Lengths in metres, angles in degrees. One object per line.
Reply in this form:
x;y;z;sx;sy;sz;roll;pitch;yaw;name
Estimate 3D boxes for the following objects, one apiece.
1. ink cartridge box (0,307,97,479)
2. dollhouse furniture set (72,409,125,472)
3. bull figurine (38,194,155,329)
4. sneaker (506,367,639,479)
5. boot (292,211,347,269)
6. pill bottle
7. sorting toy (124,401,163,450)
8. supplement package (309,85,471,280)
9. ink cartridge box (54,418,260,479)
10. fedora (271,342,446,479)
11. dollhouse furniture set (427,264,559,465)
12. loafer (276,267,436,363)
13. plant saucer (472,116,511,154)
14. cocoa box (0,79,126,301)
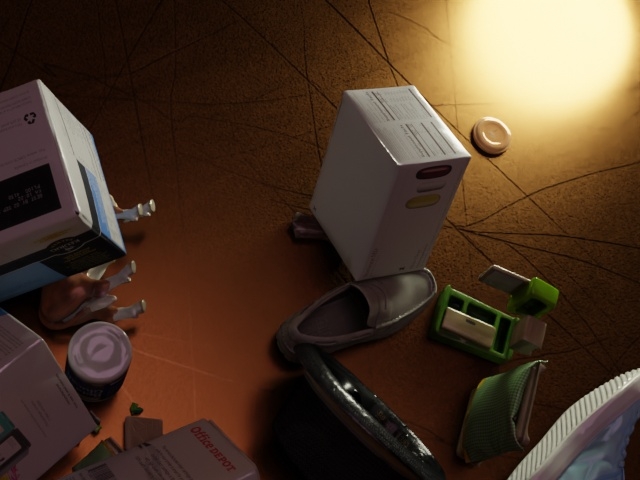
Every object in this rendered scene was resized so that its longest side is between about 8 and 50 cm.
-0.503;0.250;1.383;0.198;0.197;0.270;25;55;41;ink cartridge box
-0.361;0.311;1.524;0.151;0.058;0.076;46;62;6;dollhouse furniture set
-0.379;-0.003;1.623;0.189;0.101;0.310;-3;72;9;bull figurine
0.479;0.376;1.731;0.366;0.135;0.150;-38;90;-19;sneaker
0.000;0.000;1.789;0.114;0.037;0.106;10;51;-17;boot
-0.343;0.194;1.519;0.094;0.169;0.094;6;65;-14;pill bottle
-0.282;0.297;1.578;0.062;0.012;0.083;11;54;-28;sorting toy
0.110;-0.098;1.702;0.145;0.261;0.204;-9;47;-27;supplement package
-0.240;0.388;1.439;0.273;0.197;0.114;-20;113;-24;ink cartridge box
0.041;0.320;1.560;0.334;0.334;0.152;44;92;5;fedora
0.272;0.211;1.689;0.151;0.197;0.301;24;61;-8;dollhouse furniture set
0.075;0.121;1.716;0.320;0.111;0.112;-24;76;-25;loafer
0.349;-0.214;2.008;0.084;0.013;0.083;7;65;-15;plant saucer
-0.507;-0.045;1.479;0.347;0.228;0.231;-20;73;2;cocoa box
